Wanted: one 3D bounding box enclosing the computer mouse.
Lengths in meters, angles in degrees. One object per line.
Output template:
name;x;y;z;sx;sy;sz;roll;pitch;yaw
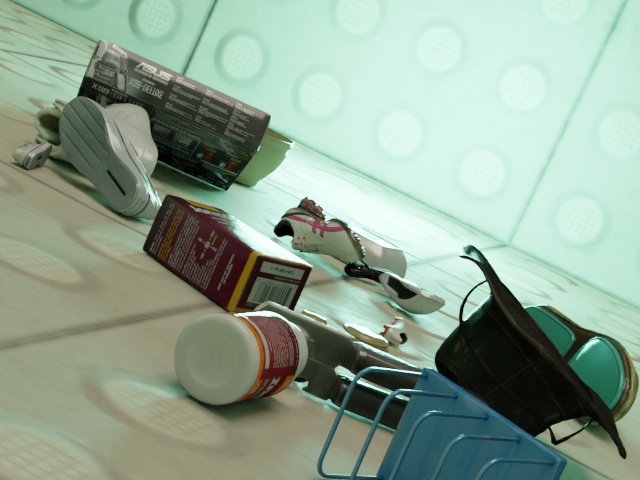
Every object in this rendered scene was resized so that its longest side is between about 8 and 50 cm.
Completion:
computer mouse;0.120;0.079;2.313;0.106;0.042;0.193;25;2;-30

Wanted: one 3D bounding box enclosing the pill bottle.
pill bottle;-0.070;0.109;1.431;0.086;0.086;0.152;28;10;21

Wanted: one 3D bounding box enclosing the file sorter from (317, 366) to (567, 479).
file sorter;0.097;0.196;1.280;0.104;0.118;0.170;10;16;-46

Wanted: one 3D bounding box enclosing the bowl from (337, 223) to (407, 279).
bowl;0.075;0.015;2.525;0.142;0.053;0.142;30;8;25

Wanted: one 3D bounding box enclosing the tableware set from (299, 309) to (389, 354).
tableware set;0.029;0.124;1.847;0.141;0.020;0.168;21;10;-13

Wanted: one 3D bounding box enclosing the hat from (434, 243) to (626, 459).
hat;0.215;0.157;1.712;0.331;0.134;0.331;49;5;-6

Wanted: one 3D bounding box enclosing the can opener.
can opener;0.039;0.139;1.594;0.283;0.076;0.095;24;9;-14

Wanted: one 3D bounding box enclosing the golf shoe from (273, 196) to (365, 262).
golf shoe;0.000;0.000;2.369;0.186;0.086;0.067;32;-24;50

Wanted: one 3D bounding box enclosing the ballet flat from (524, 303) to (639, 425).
ballet flat;0.388;0.190;2.174;0.123;0.123;0.348;21;9;-22

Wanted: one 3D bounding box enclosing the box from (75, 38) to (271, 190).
box;-0.258;-0.205;2.515;0.307;0.076;0.242;23;-19;-8

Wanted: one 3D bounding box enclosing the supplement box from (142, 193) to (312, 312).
supplement box;-0.116;0.022;1.849;0.188;0.080;0.104;32;11;40

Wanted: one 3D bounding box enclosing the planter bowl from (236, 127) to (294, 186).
planter bowl;-0.144;-0.168;2.826;0.162;0.109;0.162;23;9;-4

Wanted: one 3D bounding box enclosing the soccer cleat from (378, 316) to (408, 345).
soccer cleat;0.104;0.125;2.029;0.036;0.029;0.083;36;14;11

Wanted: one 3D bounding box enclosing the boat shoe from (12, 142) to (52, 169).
boat shoe;-0.402;-0.121;2.084;0.035;0.035;0.100;28;15;2

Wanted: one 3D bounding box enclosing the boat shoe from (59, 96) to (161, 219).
boat shoe;-0.295;-0.106;2.101;0.076;0.083;0.226;38;18;-55

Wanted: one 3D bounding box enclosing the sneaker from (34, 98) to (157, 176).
sneaker;-0.354;-0.175;2.291;0.169;0.108;0.292;25;9;-23
